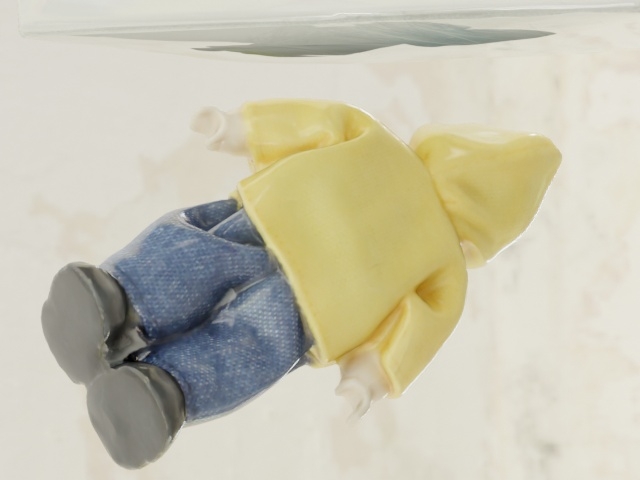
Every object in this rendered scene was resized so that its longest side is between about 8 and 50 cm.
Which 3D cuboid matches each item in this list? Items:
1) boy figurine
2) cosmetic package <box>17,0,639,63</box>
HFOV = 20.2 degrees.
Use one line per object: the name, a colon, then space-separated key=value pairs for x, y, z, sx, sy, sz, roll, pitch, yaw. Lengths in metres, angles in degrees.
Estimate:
boy figurine: x=0.000 y=0.000 z=0.912 sx=0.285 sy=0.092 sz=0.177 roll=-28 pitch=-100 yaw=-32
cosmetic package: x=0.030 y=-0.140 z=0.690 sx=0.224 sy=0.225 sz=0.138 roll=-10 pitch=-79 yaw=-71
